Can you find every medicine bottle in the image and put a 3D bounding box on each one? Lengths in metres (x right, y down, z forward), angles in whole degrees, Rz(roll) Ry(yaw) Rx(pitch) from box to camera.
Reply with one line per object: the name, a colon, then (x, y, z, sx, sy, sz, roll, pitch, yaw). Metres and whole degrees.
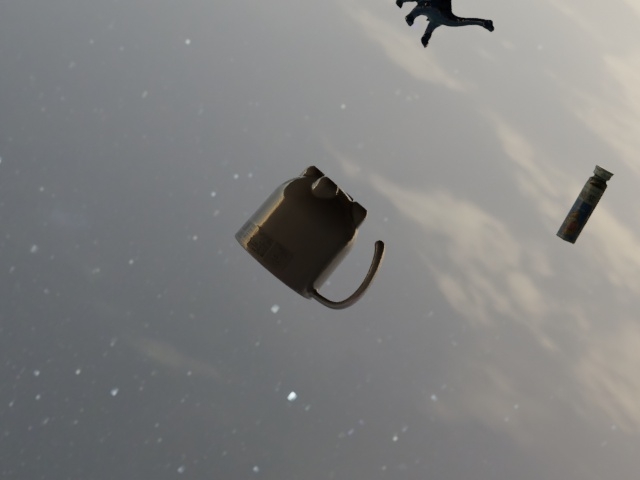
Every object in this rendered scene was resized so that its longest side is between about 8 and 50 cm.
medicine bottle: (0.620, -0.083, 2.334, 0.051, 0.191, 0.051, 26, -168, -6)

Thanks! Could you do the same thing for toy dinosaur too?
toy dinosaur: (0.220, -0.502, 2.075, 0.076, 0.144, 0.329, 13, -141, -55)

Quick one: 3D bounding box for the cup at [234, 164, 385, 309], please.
cup: (-0.009, -0.007, 1.313, 0.134, 0.142, 0.173, 38, -176, -41)
